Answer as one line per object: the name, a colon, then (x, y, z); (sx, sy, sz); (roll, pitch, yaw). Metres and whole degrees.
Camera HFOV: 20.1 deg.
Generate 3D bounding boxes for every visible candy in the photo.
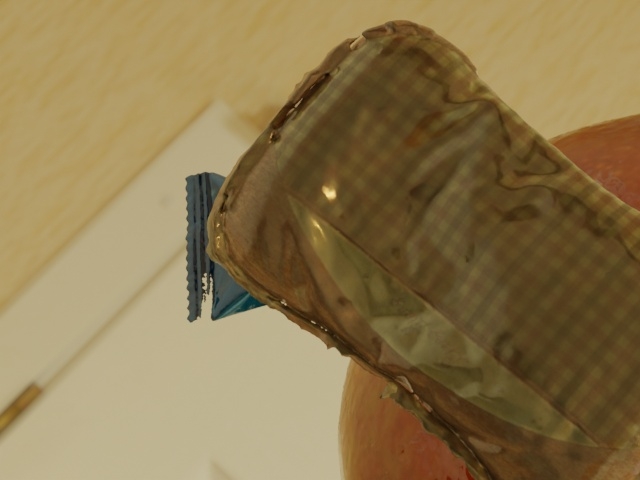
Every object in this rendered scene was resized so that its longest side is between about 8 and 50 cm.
candy: (0.000, 0.001, 0.910); (0.136, 0.088, 0.038); (-3, -35, -1)

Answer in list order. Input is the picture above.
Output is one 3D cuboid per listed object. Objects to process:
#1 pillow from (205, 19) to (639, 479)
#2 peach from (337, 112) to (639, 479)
pillow: (0.060, 0.011, 0.709); (0.211, 0.135, 0.034); (38, 1, 17)
peach: (0.208, 0.097, 1.028); (0.388, 0.388, 0.388); (38, -21, 17)
